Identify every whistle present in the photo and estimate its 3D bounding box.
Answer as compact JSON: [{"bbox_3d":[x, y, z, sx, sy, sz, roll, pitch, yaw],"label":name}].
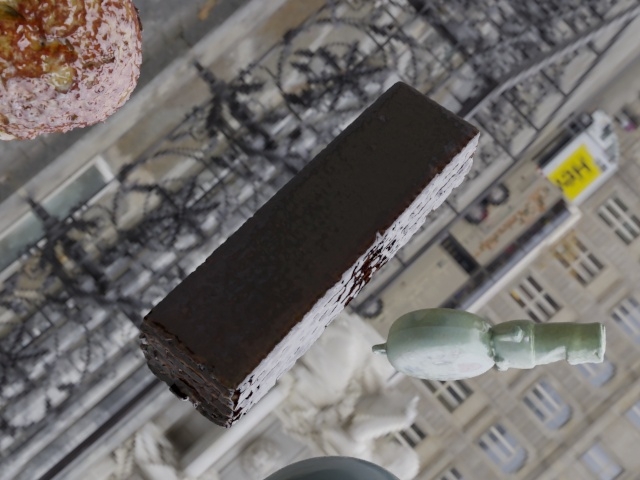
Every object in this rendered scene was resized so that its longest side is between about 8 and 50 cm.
[{"bbox_3d":[0.183,0.112,1.155,0.257,0.067,0.126,-2,155,16],"label":"whistle"}]

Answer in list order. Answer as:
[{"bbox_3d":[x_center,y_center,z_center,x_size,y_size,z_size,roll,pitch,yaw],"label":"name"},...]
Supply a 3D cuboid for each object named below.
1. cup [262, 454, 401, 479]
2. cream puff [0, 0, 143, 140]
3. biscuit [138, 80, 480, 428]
[{"bbox_3d":[0.041,0.328,0.842,0.205,0.205,0.312,-43,-144,5],"label":"cup"},{"bbox_3d":[-0.307,-0.215,1.090,0.240,0.240,0.164,-44,-163,15],"label":"cream puff"},{"bbox_3d":[0.000,0.000,0.950,0.388,0.107,0.073,-45,161,-29],"label":"biscuit"}]
